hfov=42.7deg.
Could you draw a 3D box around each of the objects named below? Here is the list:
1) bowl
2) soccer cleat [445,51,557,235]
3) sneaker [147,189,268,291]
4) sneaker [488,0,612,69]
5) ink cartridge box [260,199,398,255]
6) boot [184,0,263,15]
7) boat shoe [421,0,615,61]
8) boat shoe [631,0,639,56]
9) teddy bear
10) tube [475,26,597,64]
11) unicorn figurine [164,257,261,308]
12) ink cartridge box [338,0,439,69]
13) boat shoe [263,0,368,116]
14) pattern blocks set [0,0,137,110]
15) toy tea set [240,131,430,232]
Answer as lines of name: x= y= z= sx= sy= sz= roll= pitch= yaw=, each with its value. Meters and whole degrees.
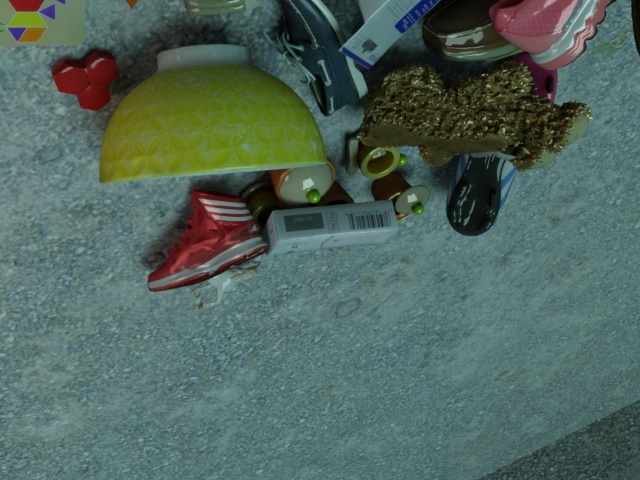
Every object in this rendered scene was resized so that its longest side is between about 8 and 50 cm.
bowl: x=-0.141 y=-0.160 z=1.033 sx=0.289 sy=0.289 sz=0.156 roll=-8 pitch=95 yaw=-25
soccer cleat: x=0.294 y=-0.167 z=1.382 sx=0.116 sy=0.143 sz=0.331 roll=22 pitch=110 yaw=3
sneaker: x=-0.190 y=-0.006 z=1.270 sx=0.221 sy=0.128 sz=0.087 roll=-21 pitch=174 yaw=23
sneaker: x=0.324 y=-0.371 z=1.011 sx=0.136 sy=0.116 sz=0.314 roll=21 pitch=110 yaw=-18
ink cartridge box: x=0.000 y=0.000 z=1.305 sx=0.189 sy=0.066 sz=0.232 roll=-6 pitch=162 yaw=-14
boot: x=-0.077 y=-0.355 z=0.940 sx=0.213 sy=0.077 sz=0.165 roll=-20 pitch=142 yaw=-3
boat shoe: x=0.284 y=-0.359 z=1.142 sx=0.324 sy=0.122 sz=0.120 roll=-27 pitch=138 yaw=-15
boat shoe: x=0.456 y=-0.385 z=1.115 sx=0.104 sy=0.307 sz=0.110 roll=7 pitch=173 yaw=-35
teddy bear: x=0.229 y=-0.185 z=1.210 sx=0.337 sy=0.113 sz=0.245 roll=4 pitch=164 yaw=6
tube: x=0.338 y=-0.331 z=1.248 sx=0.240 sy=0.062 sz=0.070 roll=-21 pitch=-177 yaw=-18
unicorn figurine: x=-0.176 y=0.059 z=1.367 sx=0.111 sy=0.060 sz=0.162 roll=-36 pitch=143 yaw=11
ink cartridge box: x=0.146 y=-0.360 z=1.029 sx=0.332 sy=0.065 sz=0.165 roll=-42 pitch=172 yaw=14
boat shoe: x=-0.012 y=-0.253 z=1.087 sx=0.079 sy=0.095 sz=0.254 roll=-38 pitch=153 yaw=1
pattern blocks set: x=-0.330 y=-0.287 z=0.899 sx=0.285 sy=0.026 sz=0.325 roll=-1 pitch=135 yaw=-31
toy tea set: x=0.041 y=-0.074 z=1.297 sx=0.336 sy=0.124 sz=0.200 roll=-7 pitch=137 yaw=-26
